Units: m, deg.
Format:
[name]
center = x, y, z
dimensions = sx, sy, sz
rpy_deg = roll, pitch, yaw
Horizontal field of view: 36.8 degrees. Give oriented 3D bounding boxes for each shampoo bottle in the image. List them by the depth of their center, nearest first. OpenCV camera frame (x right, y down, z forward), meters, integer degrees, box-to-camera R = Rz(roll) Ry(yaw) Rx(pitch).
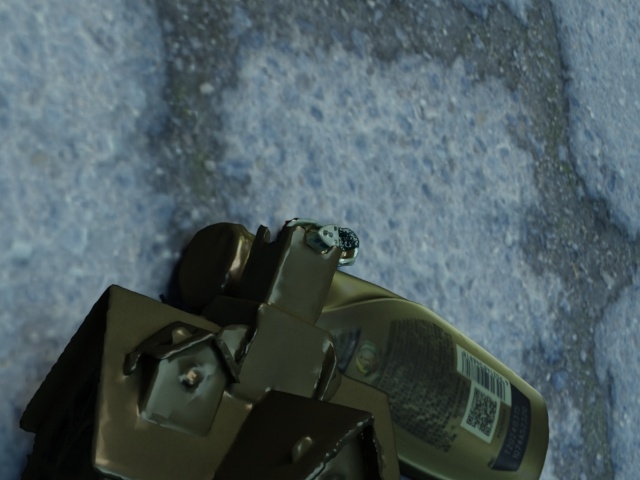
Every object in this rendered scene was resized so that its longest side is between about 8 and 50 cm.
[shampoo bottle]
center = 0.043, 0.097, 0.736
dimensions = 0.350, 0.084, 0.126
rpy_deg = 34, 60, -32

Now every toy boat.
[toy boat]
center = 0.000, 0.000, 0.753
dimensions = 0.083, 0.038, 0.038
rpy_deg = 12, 72, -42

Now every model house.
[model house]
center = -0.037, 0.109, 0.547
dimensions = 0.211, 0.204, 0.244
rpy_deg = 26, 76, -31
